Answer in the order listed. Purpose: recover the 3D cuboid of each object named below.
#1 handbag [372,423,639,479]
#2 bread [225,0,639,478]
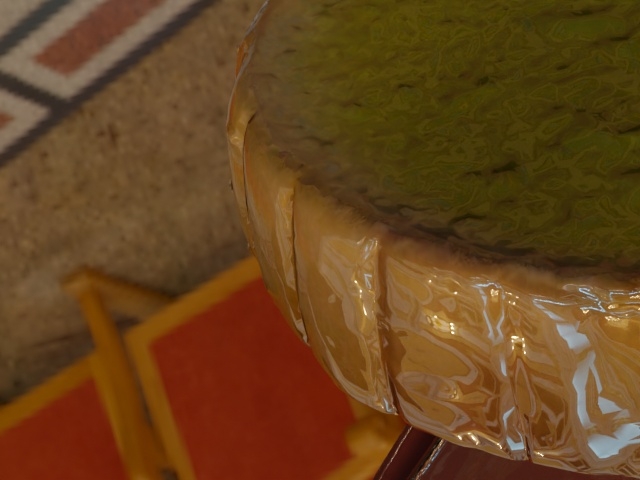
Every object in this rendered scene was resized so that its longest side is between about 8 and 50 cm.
[{"bbox_3d":[0.203,0.189,1.612,0.260,0.084,0.275,21,108,-33],"label":"handbag"},{"bbox_3d":[0.084,-0.041,0.467,0.236,0.236,0.070,-16,132,-6],"label":"bread"}]
